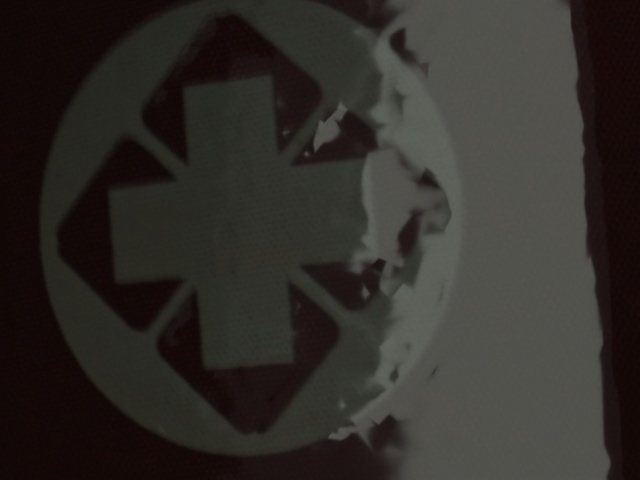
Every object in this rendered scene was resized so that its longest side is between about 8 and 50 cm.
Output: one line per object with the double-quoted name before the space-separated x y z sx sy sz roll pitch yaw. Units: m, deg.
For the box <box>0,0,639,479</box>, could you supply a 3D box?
"box" 0.000 0.000 0.550 0.263 0.108 0.404 -7 85 23
